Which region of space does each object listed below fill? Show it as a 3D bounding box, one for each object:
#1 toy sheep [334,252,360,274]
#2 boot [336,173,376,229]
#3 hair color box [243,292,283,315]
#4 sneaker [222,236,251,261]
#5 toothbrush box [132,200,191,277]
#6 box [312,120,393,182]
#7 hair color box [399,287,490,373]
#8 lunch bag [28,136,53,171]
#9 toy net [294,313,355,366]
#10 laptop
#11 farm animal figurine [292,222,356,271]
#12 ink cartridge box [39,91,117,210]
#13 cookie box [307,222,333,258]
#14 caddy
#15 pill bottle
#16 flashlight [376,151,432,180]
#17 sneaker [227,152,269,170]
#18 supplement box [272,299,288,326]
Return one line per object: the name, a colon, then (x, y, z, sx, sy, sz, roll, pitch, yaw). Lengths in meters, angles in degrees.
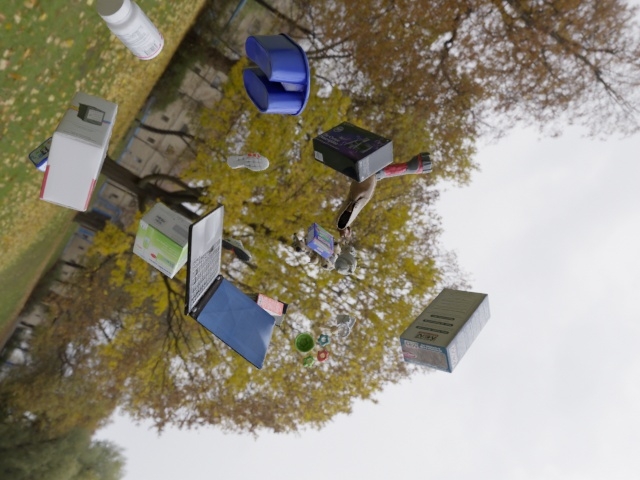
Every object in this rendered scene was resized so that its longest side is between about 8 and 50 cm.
toy sheep: (0.098, 0.091, 1.787, 0.091, 0.091, 0.132, -41, 172, 34)
boot: (0.159, -0.177, 2.066, 0.305, 0.112, 0.115, -62, -179, 26)
hair color box: (-0.234, 0.255, 1.845, 0.093, 0.167, 0.054, -3, -114, 32)
sneaker: (-0.358, 0.030, 2.049, 0.075, 0.161, 0.057, -41, 155, -50)
toothbrush box: (-0.647, 0.003, 1.934, 0.122, 0.206, 0.283, -58, -174, -38)
box: (0.122, -0.348, 1.790, 0.184, 0.103, 0.261, -33, -134, -27)
hair color box: (0.434, 0.296, 1.590, 0.173, 0.105, 0.347, 3, -155, 41)
lunch bag: (-1.069, -0.338, 1.833, 0.129, 0.096, 0.151, -44, -146, -11)
toy net: (0.028, 0.334, 1.582, 0.232, 0.122, 0.045, -26, 175, -13)
laptop: (-0.259, 0.124, 1.469, 0.382, 0.236, 0.408, -88, -176, -77)
farm animal figurine: (0.030, 0.056, 2.509, 0.330, 0.327, 0.172, -17, -129, -3)
ink cartridge box: (-0.706, -0.269, 1.371, 0.226, 0.131, 0.306, -60, -150, 28)
cookie box: (0.000, 0.000, 1.641, 0.040, 0.091, 0.107, -42, -156, 26)
caddy: (-0.146, -0.590, 1.650, 0.341, 0.179, 0.241, 56, -34, 40)
pill bottle: (-0.831, -0.943, 2.034, 0.160, 0.283, 0.161, -3, -105, 12)
flashlight: (0.378, -0.354, 2.239, 0.303, 0.103, 0.103, -8, -163, 5)
sneaker: (-0.248, -0.282, 1.635, 0.065, 0.157, 0.061, -36, 132, -66)
supplement box: (-0.192, 0.337, 2.141, 0.083, 0.056, 0.083, -75, -172, -67)
